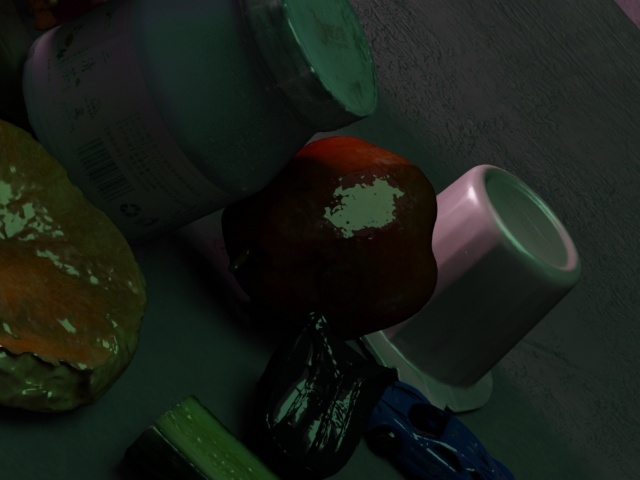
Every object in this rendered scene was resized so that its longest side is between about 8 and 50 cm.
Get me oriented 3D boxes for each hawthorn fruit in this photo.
[{"bbox_3d":[0.000,0.000,1.862,0.260,0.224,0.224,0,52,-44],"label":"hawthorn fruit"}]

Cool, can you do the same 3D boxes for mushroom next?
[{"bbox_3d":[-0.368,-0.229,1.751,0.333,0.107,0.087,38,26,-17],"label":"mushroom"}]

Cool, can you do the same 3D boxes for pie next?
[{"bbox_3d":[-0.292,0.009,1.562,0.339,0.083,0.339,37,26,-21],"label":"pie"}]

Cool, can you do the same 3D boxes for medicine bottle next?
[{"bbox_3d":[-0.111,-0.155,1.757,0.245,0.290,0.245,50,26,-36],"label":"medicine bottle"}]

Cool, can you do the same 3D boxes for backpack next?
[{"bbox_3d":[-0.013,0.166,1.730,0.120,0.106,0.165,41,48,-6],"label":"backpack"}]

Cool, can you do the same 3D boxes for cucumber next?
[{"bbox_3d":[-0.068,0.246,1.577,0.244,0.063,0.115,44,18,-5],"label":"cucumber"}]

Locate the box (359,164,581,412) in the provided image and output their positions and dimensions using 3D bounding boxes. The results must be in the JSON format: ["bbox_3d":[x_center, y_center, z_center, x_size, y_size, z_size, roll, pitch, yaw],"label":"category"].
[{"bbox_3d":[0.170,0.048,2.040,0.262,0.206,0.291,37,25,-17],"label":"box"}]

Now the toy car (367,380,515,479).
[{"bbox_3d":[0.130,0.225,1.893,0.216,0.063,0.103,44,27,-5],"label":"toy car"}]

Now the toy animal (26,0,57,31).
[{"bbox_3d":[-0.379,-0.308,1.862,0.255,0.114,0.116,12,17,-31],"label":"toy animal"}]

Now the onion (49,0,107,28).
[{"bbox_3d":[-0.194,-0.254,2.043,0.247,0.111,0.250,29,33,-34],"label":"onion"}]
